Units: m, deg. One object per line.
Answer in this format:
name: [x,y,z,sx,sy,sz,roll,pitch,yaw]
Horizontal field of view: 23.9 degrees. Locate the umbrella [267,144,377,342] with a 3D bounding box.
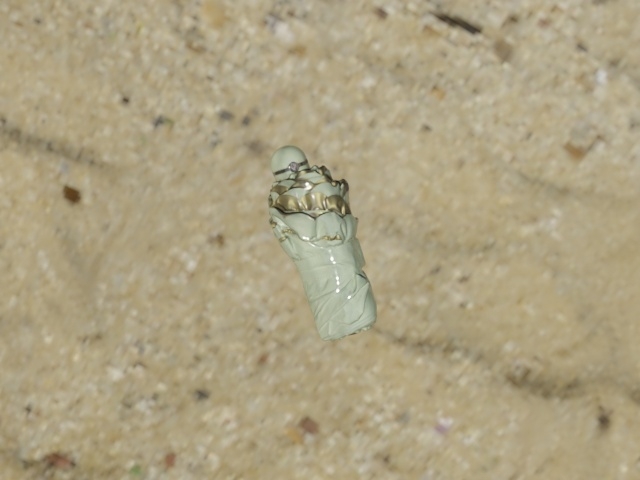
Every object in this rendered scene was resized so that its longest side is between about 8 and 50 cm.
umbrella: [0.000,0.000,1.072,0.062,0.067,0.143,-23,92,-25]
